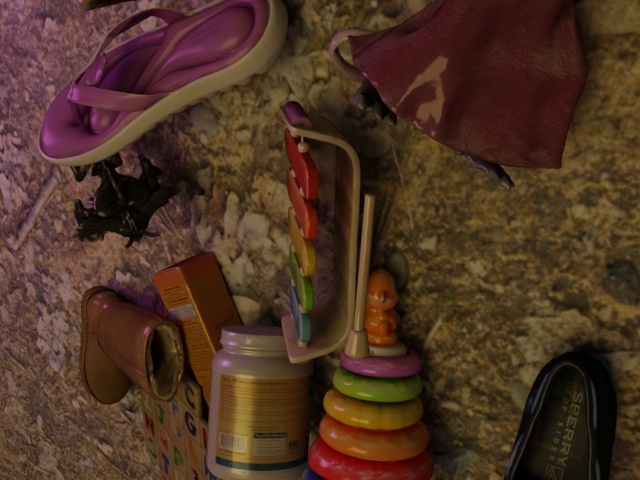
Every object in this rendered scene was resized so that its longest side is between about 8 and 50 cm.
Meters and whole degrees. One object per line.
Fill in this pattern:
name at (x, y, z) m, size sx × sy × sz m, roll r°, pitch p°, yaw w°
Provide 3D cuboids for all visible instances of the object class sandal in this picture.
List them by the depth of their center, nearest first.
sandal at (-0.234, -0.230, 0.905) m, size 0.416 × 0.102 × 0.169 m, roll -21°, pitch 59°, yaw 24°

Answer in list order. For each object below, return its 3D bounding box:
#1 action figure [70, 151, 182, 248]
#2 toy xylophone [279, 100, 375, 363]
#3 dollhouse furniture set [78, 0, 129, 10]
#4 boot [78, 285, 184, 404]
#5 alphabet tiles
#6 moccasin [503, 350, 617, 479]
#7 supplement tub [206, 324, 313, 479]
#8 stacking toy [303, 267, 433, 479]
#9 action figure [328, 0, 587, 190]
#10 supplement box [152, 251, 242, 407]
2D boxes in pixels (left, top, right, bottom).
action figure at (-0.301, -0.076, 1.034) m, size 0.276 × 0.164 × 0.141 m, roll 57°, pitch 167°, yaw 28°
toy xylophone at (0.000, 0.000, 0.838) m, size 0.081 × 0.236 × 0.323 m, roll -3°, pitch 105°, yaw -9°
dollhouse furniture set at (-0.116, -0.356, 0.762) m, size 0.301 × 0.197 × 0.151 m, roll 2°, pitch 111°, yaw 35°
boot at (-0.316, 0.208, 1.164) m, size 0.269 × 0.089 × 0.236 m, roll 17°, pitch 118°, yaw 49°
alphabet tiles at (-0.244, 0.353, 1.211) m, size 0.285 × 0.011 × 0.342 m, roll 30°, pitch 127°, yaw 45°
moccasin at (0.225, 0.281, 0.736) m, size 0.137 × 0.117 × 0.342 m, roll 3°, pitch 77°, yaw 31°
supplement tub at (-0.084, 0.226, 0.990) m, size 0.144 × 0.144 × 0.200 m, roll 3°, pitch 90°, yaw 35°
stacking toy at (0.071, 0.185, 0.903) m, size 0.165 × 0.175 × 0.302 m, roll 5°, pitch 95°, yaw 4°
action figure at (0.199, -0.247, 0.635) m, size 0.370 × 0.248 × 0.276 m, roll -64°, pitch 26°, yaw 22°
supplement box at (-0.171, 0.141, 1.088) m, size 0.080 × 0.078 × 0.233 m, roll -18°, pitch 97°, yaw 39°
